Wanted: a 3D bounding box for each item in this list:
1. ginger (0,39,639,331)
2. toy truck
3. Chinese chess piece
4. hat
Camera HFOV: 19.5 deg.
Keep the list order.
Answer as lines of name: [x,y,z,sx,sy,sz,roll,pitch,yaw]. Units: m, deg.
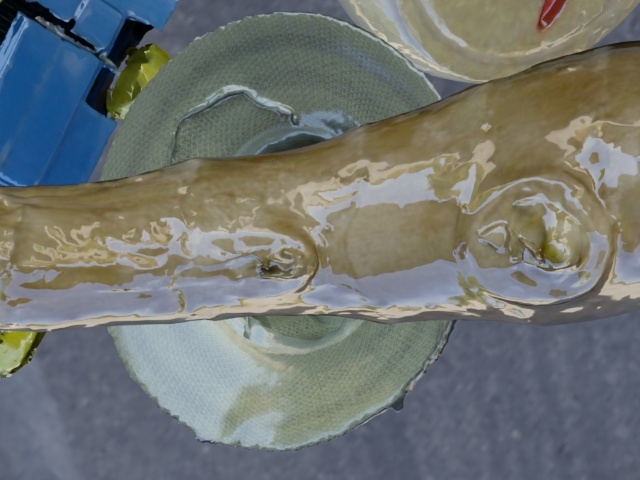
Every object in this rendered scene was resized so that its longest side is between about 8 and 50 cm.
ginger: [0.012,-0.007,0.575,0.295,0.131,0.086,-8,102,-9]
toy truck: [-0.229,-0.058,1.197,0.161,0.385,0.162,30,170,-33]
Chinese chess piece: [0.150,-0.293,1.517,0.140,0.338,0.338,44,146,43]
hat: [0.000,0.000,1.062,0.252,0.110,0.252,-3,85,31]
